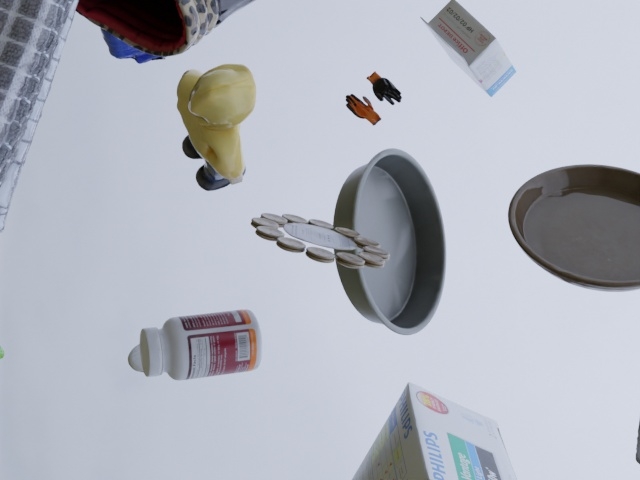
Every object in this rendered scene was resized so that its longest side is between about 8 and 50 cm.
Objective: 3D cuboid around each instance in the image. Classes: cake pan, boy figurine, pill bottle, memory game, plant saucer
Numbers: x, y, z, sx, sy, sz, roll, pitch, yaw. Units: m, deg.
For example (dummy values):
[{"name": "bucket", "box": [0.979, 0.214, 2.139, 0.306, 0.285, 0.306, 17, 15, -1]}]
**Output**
[{"name": "cake pan", "box": [0.111, 0.003, 1.486, 0.054, 0.293, 0.293, -6, -93, 34]}, {"name": "boy figurine", "box": [-0.150, -0.171, 1.325, 0.177, 0.092, 0.285, 64, -16, 13]}, {"name": "pill bottle", "box": [-0.161, 0.141, 1.261, 0.086, 0.152, 0.086, 176, -90, -68]}, {"name": "memory game", "box": [0.000, 0.000, 1.204, 0.186, 0.186, 0.012, 37, -65, 55]}, {"name": "plant saucer", "box": [0.418, -0.017, 1.404, 0.278, 0.278, 0.041, -125, -156, -44]}]

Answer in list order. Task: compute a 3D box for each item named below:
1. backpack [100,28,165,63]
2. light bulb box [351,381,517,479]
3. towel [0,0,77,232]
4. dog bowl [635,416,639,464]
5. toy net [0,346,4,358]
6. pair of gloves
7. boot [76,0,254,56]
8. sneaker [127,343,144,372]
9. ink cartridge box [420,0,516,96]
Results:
[{"name": "backpack", "box": [-0.312, -0.356, 1.615, 0.098, 0.120, 0.101, -115, -167, -49]}, {"name": "light bulb box", "box": [0.200, 0.540, 1.836, 0.361, 0.225, 0.358, -62, -169, 18]}, {"name": "towel", "box": [-0.293, -0.163, 0.645, 0.121, 0.235, 0.284, -169, -82, -73]}, {"name": "dog bowl", "box": [0.345, 0.042, 0.760, 0.102, 0.349, 0.349, 14, -69, 16]}, {"name": "toy net", "box": [-0.263, 0.025, 0.403, 0.122, 0.232, 0.045, -65, 168, -68]}, {"name": "pair of gloves", "box": [0.086, -0.229, 1.526, 0.074, 0.083, 0.010, 44, -12, 22]}, {"name": "boot", "box": [-0.185, -0.364, 0.989, 0.377, 0.284, 0.138, 41, -41, 1]}, {"name": "sneaker", "box": [-0.261, 0.195, 1.574, 0.065, 0.158, 0.061, -33, -106, 40]}, {"name": "ink cartridge box", "box": [0.232, -0.305, 1.467, 0.061, 0.181, 0.104, -45, -114, 10]}]
